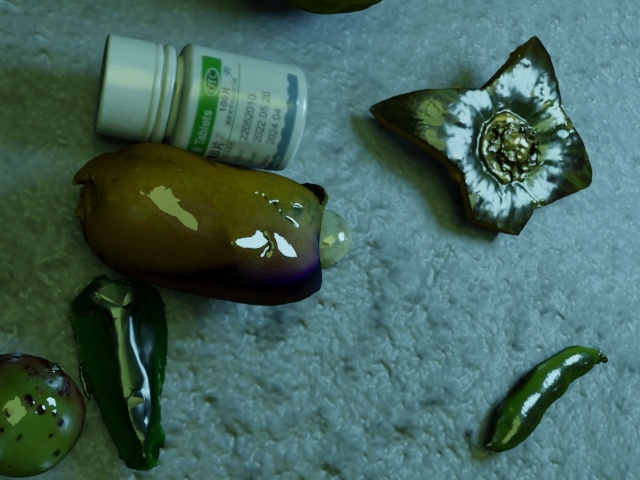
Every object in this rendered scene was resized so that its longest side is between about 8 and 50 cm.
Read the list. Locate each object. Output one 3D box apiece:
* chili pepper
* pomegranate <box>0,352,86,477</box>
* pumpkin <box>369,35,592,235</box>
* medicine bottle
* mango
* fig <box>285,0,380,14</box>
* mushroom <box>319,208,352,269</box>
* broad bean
[{"bbox_3d":[-0.207,0.142,0.795,0.108,0.062,0.216,-10,80,-24],"label":"chili pepper"},{"bbox_3d":[-0.308,0.186,0.717,0.129,0.159,0.129,34,21,-15],"label":"pomegranate"},{"bbox_3d":[0.254,-0.139,1.051,0.290,0.095,0.258,-29,98,-18],"label":"pumpkin"},{"bbox_3d":[-0.144,-0.166,0.871,0.237,0.139,0.139,7,71,-22],"label":"medicine bottle"},{"bbox_3d":[-0.130,-0.018,0.808,0.287,0.201,0.152,13,94,-6],"label":"mango"},{"bbox_3d":[0.004,-0.470,0.913,0.343,0.343,0.343,7,72,-20],"label":"fig"},{"bbox_3d":[0.000,0.000,0.918,0.083,0.067,0.083,-11,55,16],"label":"mushroom"},{"bbox_3d":[0.308,0.204,0.993,0.254,0.046,0.065,-32,100,-28],"label":"broad bean"}]
